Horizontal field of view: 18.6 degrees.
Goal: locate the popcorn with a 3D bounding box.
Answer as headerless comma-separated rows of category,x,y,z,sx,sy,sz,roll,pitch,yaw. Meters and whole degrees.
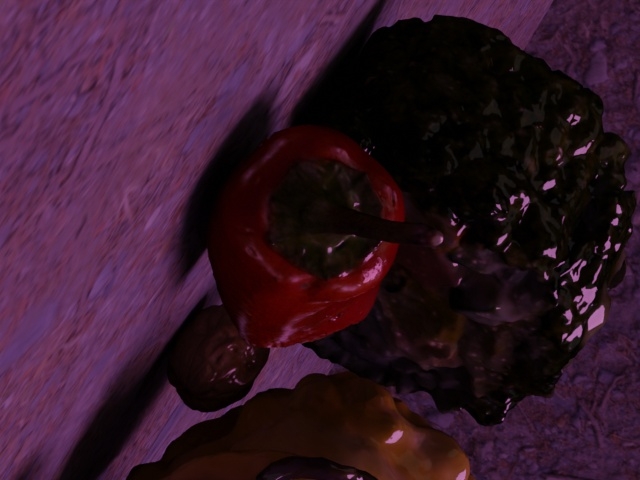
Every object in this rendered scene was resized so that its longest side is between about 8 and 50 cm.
popcorn,-0.015,0.257,1.601,0.349,0.349,0.381,-54,168,-24

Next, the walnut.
walnut,-0.086,0.098,1.647,0.096,0.083,0.079,-51,145,-33

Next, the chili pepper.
chili pepper,-0.011,-0.015,1.335,0.135,0.131,0.338,-14,171,-6

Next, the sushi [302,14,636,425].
sushi,0.107,-0.004,1.627,0.178,0.294,0.352,-58,175,-31
